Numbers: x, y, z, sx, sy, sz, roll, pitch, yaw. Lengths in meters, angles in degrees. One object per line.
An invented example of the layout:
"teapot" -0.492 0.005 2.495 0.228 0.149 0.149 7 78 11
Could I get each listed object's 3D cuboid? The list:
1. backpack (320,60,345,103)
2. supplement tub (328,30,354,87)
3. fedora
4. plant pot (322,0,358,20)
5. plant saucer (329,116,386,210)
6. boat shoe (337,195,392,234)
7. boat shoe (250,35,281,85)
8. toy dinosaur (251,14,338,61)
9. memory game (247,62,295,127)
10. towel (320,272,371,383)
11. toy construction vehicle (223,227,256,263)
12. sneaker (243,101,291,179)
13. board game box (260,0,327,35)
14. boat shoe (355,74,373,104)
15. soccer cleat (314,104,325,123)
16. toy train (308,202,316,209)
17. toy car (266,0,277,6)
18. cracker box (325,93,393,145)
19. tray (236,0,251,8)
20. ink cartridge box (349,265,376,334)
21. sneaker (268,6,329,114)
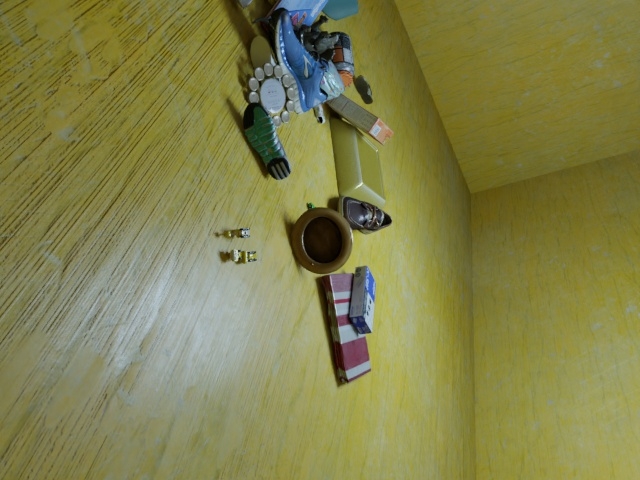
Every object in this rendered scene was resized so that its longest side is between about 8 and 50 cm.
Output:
"backpack" 0.004 -0.562 1.980 0.182 0.115 0.151 48 36 -44
"supplement tub" 0.067 -0.683 2.179 0.117 0.117 0.190 28 53 -58
"fedora" 0.000 0.000 1.666 0.079 0.194 0.194 -176 -111 -78
"plant pot" 0.064 -1.011 2.311 0.234 0.166 0.165 34 46 -66
"plant saucer" 0.159 -0.279 2.196 0.333 0.081 0.332 24 55 -59
"boat shoe" 0.165 -0.090 2.040 0.342 0.123 0.123 22 65 -62
"boat shoe" -0.152 -0.506 1.688 0.063 0.066 0.184 -63 133 -69
"toy dinosaur" -0.061 -0.620 1.791 0.314 0.160 0.120 -7 64 -24
"memory game" -0.139 -0.415 1.645 0.186 0.012 0.186 -4 96 -48
"towel" 0.085 0.265 1.798 0.237 0.037 0.328 7 73 -66
"toy construction vehicle" -0.193 0.014 1.359 0.098 0.035 0.085 -11 98 -63
"sneaker" -0.150 -0.276 1.577 0.098 0.083 0.223 -101 170 -65
"board game box" -0.075 -0.749 1.855 0.281 0.027 0.145 -58 136 -15
"boat shoe" 0.190 -0.664 2.509 0.152 0.056 0.049 61 22 -48
"soccer cleat" -0.005 -0.446 2.003 0.035 0.029 0.083 -66 140 -59
"toy train" -0.014 -0.092 1.804 0.083 0.017 0.023 43 29 -49
"toy car" -0.154 -0.870 1.893 0.224 0.053 0.239 68 25 -14
"cracker box" 0.144 -0.453 2.123 0.232 0.067 0.156 41 10 28
"tray" -0.273 -0.803 1.633 0.270 0.030 0.145 60 30 -30
"ink cartridge box" 0.138 0.190 1.857 0.207 0.046 0.097 -80 150 -44
"sneaker" -0.059 -0.548 1.729 0.129 0.147 0.330 -109 178 -46
